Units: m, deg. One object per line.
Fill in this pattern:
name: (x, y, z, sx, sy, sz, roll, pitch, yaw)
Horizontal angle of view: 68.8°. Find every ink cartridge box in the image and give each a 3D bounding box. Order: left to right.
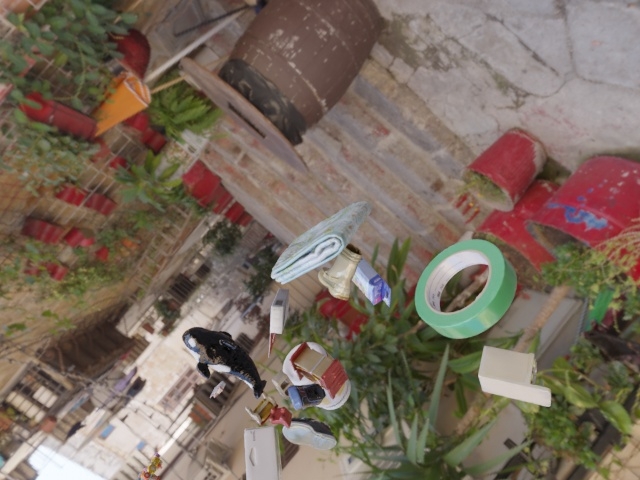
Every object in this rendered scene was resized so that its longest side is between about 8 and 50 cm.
ink cartridge box: (-0.549, 0.804, 2.499, 0.029, 0.063, 0.115, 46, -173, -7)
ink cartridge box: (-0.243, 0.929, 2.017, 0.307, 0.128, 0.223, 94, 169, -66)
ink cartridge box: (-0.187, 0.371, 2.136, 0.060, 0.239, 0.275, 3, -170, 1)
ink cartridge box: (0.201, 0.168, 2.136, 0.311, 0.065, 0.186, 46, 160, 29)

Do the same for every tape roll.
tape roll: (0.449, 0.147, 1.471, 0.077, 0.321, 0.321, 39, 179, -26)

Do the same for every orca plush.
orca plush: (-0.267, 0.338, 1.342, 0.287, 0.151, 0.102, 47, 138, 7)

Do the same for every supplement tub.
supplement tub: (-0.010, 0.684, 2.337, 0.241, 0.241, 0.331, 39, 170, 50)

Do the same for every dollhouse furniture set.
dollhouse furniture set: (-0.087, 0.613, 1.880, 0.201, 0.374, 0.152, 20, 145, 40)

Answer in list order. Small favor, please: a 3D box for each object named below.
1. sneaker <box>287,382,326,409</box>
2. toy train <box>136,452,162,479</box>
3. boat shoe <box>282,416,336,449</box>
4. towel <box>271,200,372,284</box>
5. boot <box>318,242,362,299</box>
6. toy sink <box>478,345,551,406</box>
sneaker: (-0.041, 0.497, 1.510, 0.232, 0.090, 0.082, 66, 180, -69)
toy train: (-0.511, 0.704, 1.381, 0.046, 0.125, 0.166, 36, 168, -6)
boat shoe: (-0.056, 0.816, 2.010, 0.302, 0.114, 0.091, 42, -168, -35)
towel: (0.000, 0.000, 1.778, 0.090, 0.374, 0.320, 52, -144, -12)
boot: (0.078, 0.101, 1.873, 0.095, 0.204, 0.262, 15, -169, -17)
toy sink: (0.701, 0.479, 1.669, 0.234, 0.131, 0.153, 6, 147, 30)
